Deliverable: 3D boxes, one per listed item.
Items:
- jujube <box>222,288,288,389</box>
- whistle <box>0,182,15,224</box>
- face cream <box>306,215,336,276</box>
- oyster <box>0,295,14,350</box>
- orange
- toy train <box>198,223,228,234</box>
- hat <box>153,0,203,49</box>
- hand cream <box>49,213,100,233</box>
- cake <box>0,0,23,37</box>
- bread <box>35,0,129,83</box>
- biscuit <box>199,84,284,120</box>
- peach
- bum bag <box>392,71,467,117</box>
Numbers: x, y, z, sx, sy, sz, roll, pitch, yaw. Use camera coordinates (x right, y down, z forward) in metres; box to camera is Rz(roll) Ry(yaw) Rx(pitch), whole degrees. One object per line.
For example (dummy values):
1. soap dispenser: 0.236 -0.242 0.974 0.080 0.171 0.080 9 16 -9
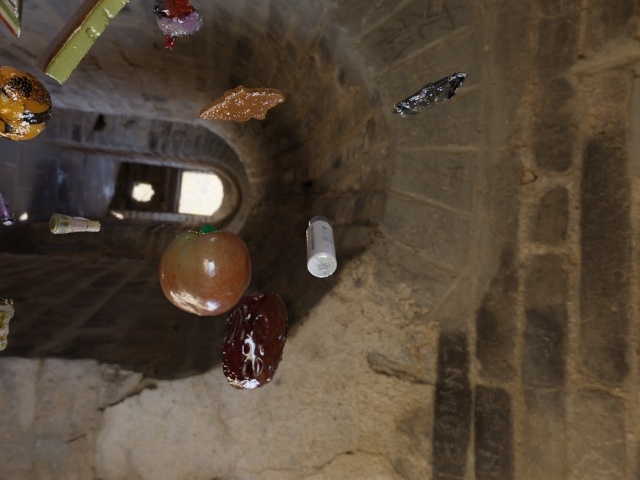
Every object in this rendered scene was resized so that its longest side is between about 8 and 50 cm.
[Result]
1. jujube: -0.239 0.350 1.800 0.258 0.258 0.377 119 -29 -62
2. whistle: -0.878 -0.114 1.342 0.177 0.033 0.033 56 -29 21
3. face cream: 0.000 0.000 1.602 0.311 0.092 0.092 -92 -168 -61
4. oyster: -0.883 0.204 1.206 0.107 0.201 0.355 -41 -141 7
5. orange: -0.975 -0.435 1.552 0.182 0.234 0.235 -66 175 -47
6. toy train: -0.448 0.024 1.988 0.228 0.136 0.091 -50 -177 38
7. hat: -0.394 -0.650 1.302 0.140 0.128 0.228 -45 157 -29
8. hand cream: -1.044 -0.065 2.103 0.083 0.203 0.084 -4 -96 39
9. cake: -0.725 -0.565 1.088 0.086 0.116 0.221 -49 -134 52
10. bread: -0.735 -0.656 1.521 0.361 0.077 0.138 -53 -133 -2
11. biscuit: -0.253 -0.436 1.575 0.183 0.279 0.043 61 21 -69
12. peach: -0.315 0.090 1.362 0.252 0.252 0.253 -176 -90 -77
13. bum bag: 0.328 -0.434 1.471 0.102 0.247 0.069 -72 138 -83
